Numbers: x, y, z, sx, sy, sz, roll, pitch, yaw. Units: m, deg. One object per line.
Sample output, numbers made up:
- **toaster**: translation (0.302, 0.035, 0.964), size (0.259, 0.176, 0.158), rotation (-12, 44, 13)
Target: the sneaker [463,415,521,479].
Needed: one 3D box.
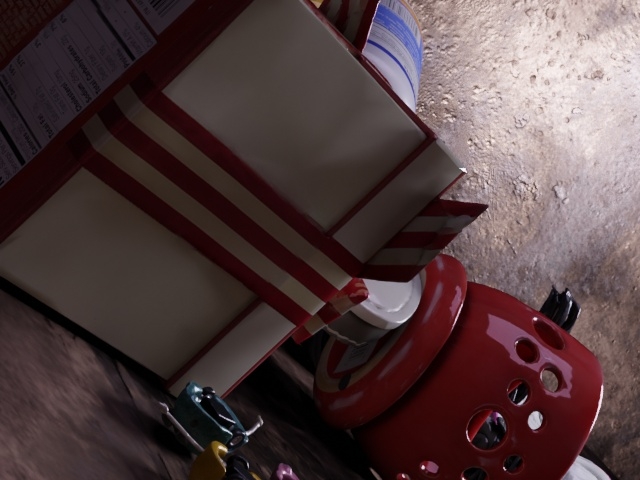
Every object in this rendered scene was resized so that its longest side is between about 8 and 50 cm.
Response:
- **sneaker**: translation (0.191, 0.248, 1.561), size (0.130, 0.087, 0.227), rotation (44, 3, -10)

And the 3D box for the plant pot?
- **plant pot**: translation (0.104, 0.117, 1.284), size (0.174, 0.191, 0.191), rotation (40, 7, -18)

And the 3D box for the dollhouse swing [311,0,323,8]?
- **dollhouse swing**: translation (-0.207, -0.193, 1.377), size (0.347, 0.305, 0.315), rotation (46, -25, -25)

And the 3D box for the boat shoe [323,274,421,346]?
- **boat shoe**: translation (0.003, 0.003, 1.273), size (0.109, 0.091, 0.305), rotation (37, 18, -24)

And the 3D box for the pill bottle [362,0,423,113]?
- **pill bottle**: translation (0.020, -0.147, 1.573), size (0.152, 0.152, 0.272), rotation (45, 25, -17)

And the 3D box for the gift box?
- **gift box**: translation (-0.069, -0.077, 0.958), size (0.258, 0.276, 0.255), rotation (43, 12, -50)

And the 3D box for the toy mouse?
- **toy mouse**: translation (-0.042, 0.129, 0.877), size (0.161, 0.031, 0.143), rotation (46, 6, -14)

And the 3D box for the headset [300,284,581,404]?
- **headset**: translation (0.048, 0.030, 1.501), size (0.394, 0.185, 0.243), rotation (34, 9, -14)

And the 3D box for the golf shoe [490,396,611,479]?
- **golf shoe**: translation (0.221, 0.255, 1.757), size (0.140, 0.115, 0.306), rotation (5, 38, -46)
